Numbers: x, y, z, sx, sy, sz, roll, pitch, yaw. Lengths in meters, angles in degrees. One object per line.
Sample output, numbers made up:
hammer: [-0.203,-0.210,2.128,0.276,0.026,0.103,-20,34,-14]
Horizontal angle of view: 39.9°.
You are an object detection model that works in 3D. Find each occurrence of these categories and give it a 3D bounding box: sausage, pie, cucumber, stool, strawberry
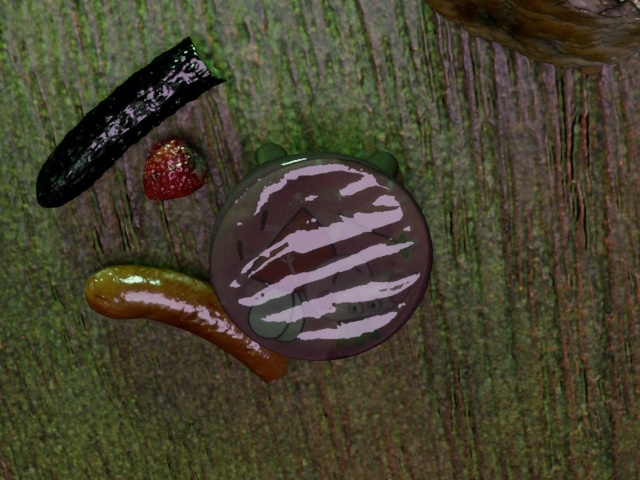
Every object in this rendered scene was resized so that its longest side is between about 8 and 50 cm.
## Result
sausage: [-0.175,0.103,1.220,0.302,0.076,0.103,25,108,-9]
pie: [0.221,-0.281,0.967,0.338,0.337,0.075,19,84,-7]
cucumber: [-0.260,-0.145,1.127,0.303,0.072,0.081,-34,108,13]
stool: [0.000,0.000,1.125,0.272,0.178,0.272,0,111,0]
strawberry: [-0.193,-0.089,1.150,0.083,0.083,0.096,38,113,-13]

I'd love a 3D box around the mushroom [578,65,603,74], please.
mushroom: [0.457,-0.295,1.090,0.306,0.043,0.068,-33,132,10]
